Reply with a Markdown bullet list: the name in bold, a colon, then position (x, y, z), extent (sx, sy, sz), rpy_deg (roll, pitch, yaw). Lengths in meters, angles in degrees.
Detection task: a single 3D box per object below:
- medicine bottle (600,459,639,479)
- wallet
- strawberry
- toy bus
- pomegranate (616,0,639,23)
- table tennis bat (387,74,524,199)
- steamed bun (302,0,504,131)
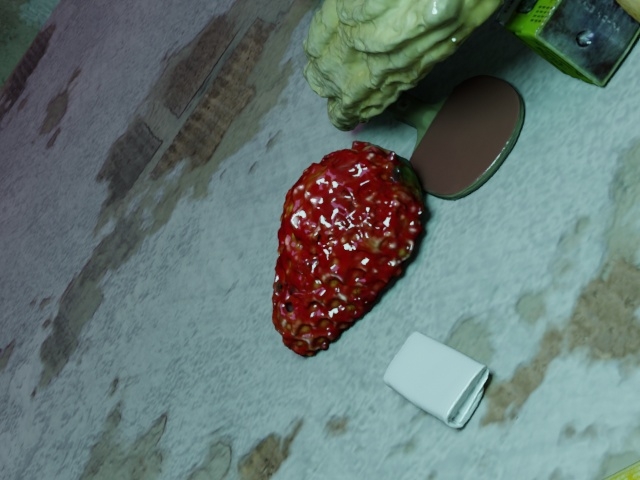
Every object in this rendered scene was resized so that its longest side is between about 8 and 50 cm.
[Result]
- **medicine bottle**: position (0.247, 0.155, 0.839), extent (0.218, 0.074, 0.074), rpy_deg (-38, 32, 36)
- **wallet**: position (0.102, 0.122, 1.164), extent (0.061, 0.025, 0.122), rpy_deg (-60, 26, -3)
- **strawberry**: position (0.000, 0.000, 1.361), extent (0.236, 0.111, 0.190), rpy_deg (-60, 30, 5)
- **toy bus**: position (0.286, -0.301, 1.234), extent (0.302, 0.113, 0.139), rpy_deg (-58, 23, -1)
- **pomegranate**: position (0.332, -0.256, 0.924), extent (0.319, 0.319, 0.319), rpy_deg (-40, 31, 30)
- **table tennis bat**: position (0.134, -0.119, 1.384), extent (0.138, 0.022, 0.246), rpy_deg (-56, 29, 3)
- **steamed bun**: position (0.083, -0.277, 1.352), extent (0.247, 0.189, 0.428), rpy_deg (-44, 4, -12)
